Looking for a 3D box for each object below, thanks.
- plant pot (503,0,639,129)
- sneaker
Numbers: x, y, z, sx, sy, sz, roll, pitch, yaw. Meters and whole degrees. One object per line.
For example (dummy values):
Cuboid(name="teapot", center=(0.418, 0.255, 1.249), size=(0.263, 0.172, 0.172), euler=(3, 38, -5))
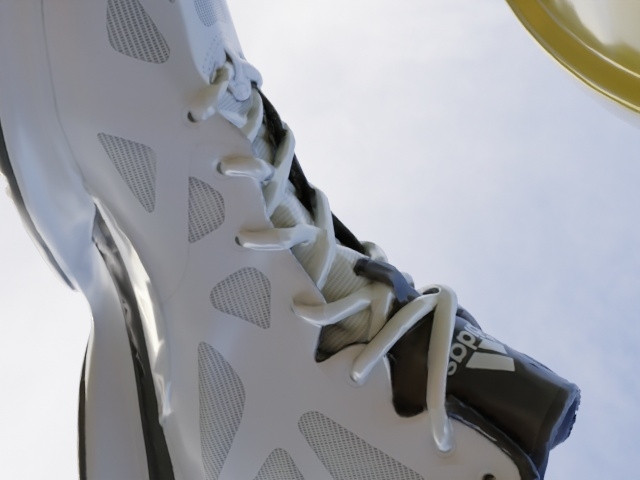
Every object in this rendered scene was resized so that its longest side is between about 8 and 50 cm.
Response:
Cuboid(name="plant pot", center=(0.155, -0.161, 0.346), size=(0.254, 0.239, 0.254), euler=(-1, -92, 23))
Cuboid(name="sneaker", center=(0.000, 0.000, 0.532), size=(0.257, 0.447, 0.169), euler=(3, -157, 22))
